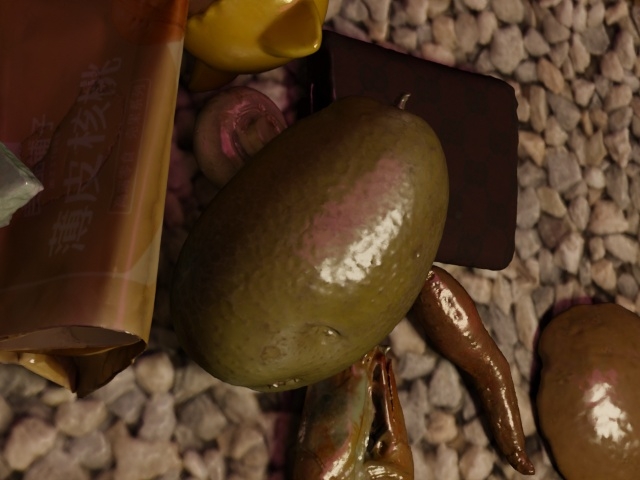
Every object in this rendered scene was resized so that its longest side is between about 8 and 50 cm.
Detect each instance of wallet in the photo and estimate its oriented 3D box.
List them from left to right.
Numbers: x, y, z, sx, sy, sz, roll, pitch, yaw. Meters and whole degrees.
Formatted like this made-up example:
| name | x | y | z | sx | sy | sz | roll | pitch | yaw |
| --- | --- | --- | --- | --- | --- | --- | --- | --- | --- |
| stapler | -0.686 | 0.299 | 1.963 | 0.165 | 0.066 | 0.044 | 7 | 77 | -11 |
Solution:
| name | x | y | z | sx | sy | sz | roll | pitch | yaw |
| --- | --- | --- | --- | --- | --- | --- | --- | --- | --- |
| wallet | 0.080 | -0.070 | 1.397 | 0.229 | 0.049 | 0.182 | 8 | 75 | -40 |

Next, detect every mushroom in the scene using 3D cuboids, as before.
| name | x | y | z | sx | sy | sz | roll | pitch | yaw |
| --- | --- | --- | --- | --- | --- | --- | --- | --- | --- |
| mushroom | -0.058 | -0.076 | 1.271 | 0.083 | 0.067 | 0.084 | 9 | 74 | -35 |

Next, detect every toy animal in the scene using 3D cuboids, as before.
| name | x | y | z | sx | sy | sz | roll | pitch | yaw |
| --- | --- | --- | --- | --- | --- | --- | --- | --- | --- |
| toy animal | -0.032 | -0.221 | 1.271 | 0.156 | 0.156 | 0.230 | 39 | 58 | -26 |

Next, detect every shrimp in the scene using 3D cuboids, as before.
| name | x | y | z | sx | sy | sz | roll | pitch | yaw |
| --- | --- | --- | --- | --- | --- | --- | --- | --- | --- |
| shrimp | 0.031 | 0.150 | 1.309 | 0.115 | 0.051 | 0.217 | 22 | 67 | -41 |

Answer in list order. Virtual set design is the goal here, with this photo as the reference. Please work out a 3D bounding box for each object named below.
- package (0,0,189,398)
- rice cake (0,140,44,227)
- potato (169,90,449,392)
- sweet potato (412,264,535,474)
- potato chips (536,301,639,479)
| name | x | y | z | sx | sy | sz | roll | pitch | yaw |
| --- | --- | --- | --- | --- | --- | --- | --- | --- | --- |
| package | -0.187 | -0.071 | 1.106 | 0.165 | 0.221 | 0.311 | 11 | 72 | -16 |
| rice cake | -0.267 | -0.082 | 1.034 | 0.080 | 0.042 | 0.222 | -43 | 72 | 0 |
| potato | 0.000 | 0.000 | 1.214 | 0.159 | 0.174 | 0.251 | 34 | 89 | 14 |
| sweet potato | 0.132 | 0.106 | 1.404 | 0.050 | 0.050 | 0.214 | -46 | 116 | -36 |
| potato chips | 0.282 | 0.147 | 1.508 | 0.195 | 0.062 | 0.208 | -38 | 107 | -36 |
